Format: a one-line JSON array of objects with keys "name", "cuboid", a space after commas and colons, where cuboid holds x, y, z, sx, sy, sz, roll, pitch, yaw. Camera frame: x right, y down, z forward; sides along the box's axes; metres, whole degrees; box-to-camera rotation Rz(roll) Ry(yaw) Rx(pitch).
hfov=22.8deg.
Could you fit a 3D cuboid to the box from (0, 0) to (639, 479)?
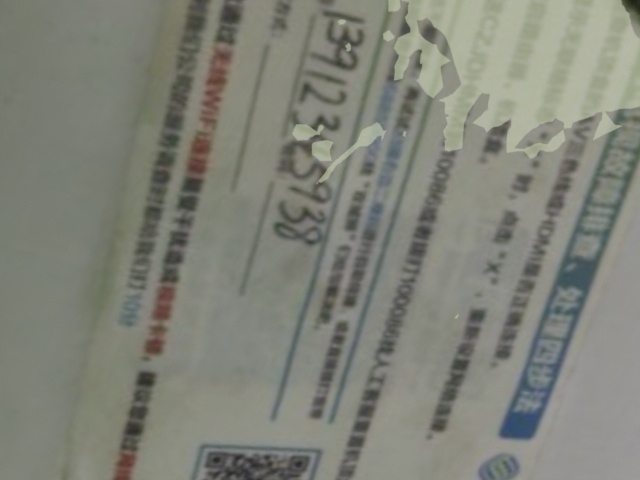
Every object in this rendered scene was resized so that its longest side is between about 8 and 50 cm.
[{"name": "box", "cuboid": [0.000, 0.000, 0.677, 0.396, 0.111, 0.396, 7, 119, -18]}]
